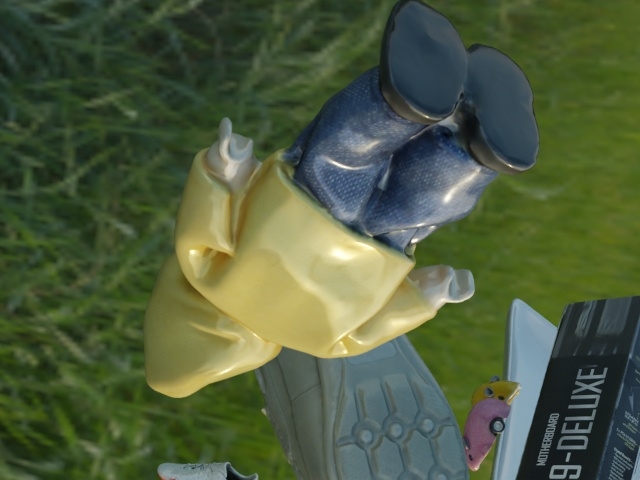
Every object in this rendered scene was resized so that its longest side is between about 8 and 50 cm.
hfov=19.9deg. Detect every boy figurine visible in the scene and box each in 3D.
[{"bbox_3d":[0.000,0.000,1.005,0.177,0.285,0.092,27,43,-22],"label":"boy figurine"}]

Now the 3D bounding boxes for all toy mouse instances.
[{"bbox_3d":[0.127,0.172,1.558,0.143,0.031,0.161,-58,177,-26],"label":"toy mouse"}]

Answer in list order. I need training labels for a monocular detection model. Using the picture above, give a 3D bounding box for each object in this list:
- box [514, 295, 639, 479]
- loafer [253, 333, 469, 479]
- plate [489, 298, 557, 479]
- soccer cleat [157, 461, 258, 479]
[{"bbox_3d":[0.262,0.220,1.328,0.307,0.076,0.242,38,58,-34],"label":"box"},{"bbox_3d":[0.016,0.109,1.256,0.112,0.111,0.319,-5,64,-26],"label":"loafer"},{"bbox_3d":[0.268,0.233,1.835,0.278,0.045,0.277,37,38,-22],"label":"plate"},{"bbox_3d":[-0.090,0.191,1.479,0.029,0.083,0.035,-77,-173,-59],"label":"soccer cleat"}]
